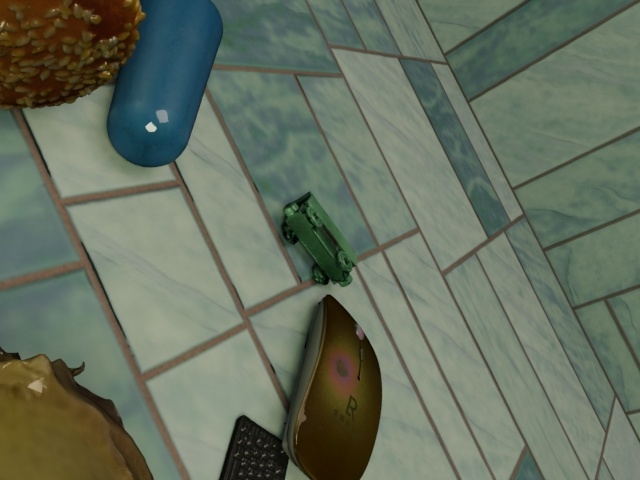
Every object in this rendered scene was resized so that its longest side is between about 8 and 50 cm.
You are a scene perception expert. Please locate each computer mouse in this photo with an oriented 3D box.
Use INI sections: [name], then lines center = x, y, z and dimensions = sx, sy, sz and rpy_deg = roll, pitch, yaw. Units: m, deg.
[computer mouse]
center = 0.028, 0.211, 0.885
dimensions = 0.158, 0.071, 0.310
rpy_deg = 52, 30, -24

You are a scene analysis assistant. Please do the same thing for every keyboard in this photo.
[keyboard]
center = -0.095, 0.356, 0.673
dimensions = 0.101, 0.018, 0.310
rpy_deg = 44, 37, -26

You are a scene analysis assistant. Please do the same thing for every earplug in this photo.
[earplug]
center = -0.218, -0.218, 0.828
dimensions = 0.132, 0.132, 0.273
rpy_deg = 33, 46, -37

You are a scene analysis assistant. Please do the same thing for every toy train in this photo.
[toy train]
center = 0.000, 0.000, 1.020
dimensions = 0.172, 0.070, 0.099
rpy_deg = 54, 23, -14

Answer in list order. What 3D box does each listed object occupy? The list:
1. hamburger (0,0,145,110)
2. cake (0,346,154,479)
[hamburger]
center = -0.318, -0.265, 0.599
dimensions = 0.291, 0.291, 0.225
rpy_deg = 17, 54, -48
[cake]
center = -0.257, 0.206, 0.370
dimensions = 0.332, 0.332, 0.321
rpy_deg = 36, 4, -35
